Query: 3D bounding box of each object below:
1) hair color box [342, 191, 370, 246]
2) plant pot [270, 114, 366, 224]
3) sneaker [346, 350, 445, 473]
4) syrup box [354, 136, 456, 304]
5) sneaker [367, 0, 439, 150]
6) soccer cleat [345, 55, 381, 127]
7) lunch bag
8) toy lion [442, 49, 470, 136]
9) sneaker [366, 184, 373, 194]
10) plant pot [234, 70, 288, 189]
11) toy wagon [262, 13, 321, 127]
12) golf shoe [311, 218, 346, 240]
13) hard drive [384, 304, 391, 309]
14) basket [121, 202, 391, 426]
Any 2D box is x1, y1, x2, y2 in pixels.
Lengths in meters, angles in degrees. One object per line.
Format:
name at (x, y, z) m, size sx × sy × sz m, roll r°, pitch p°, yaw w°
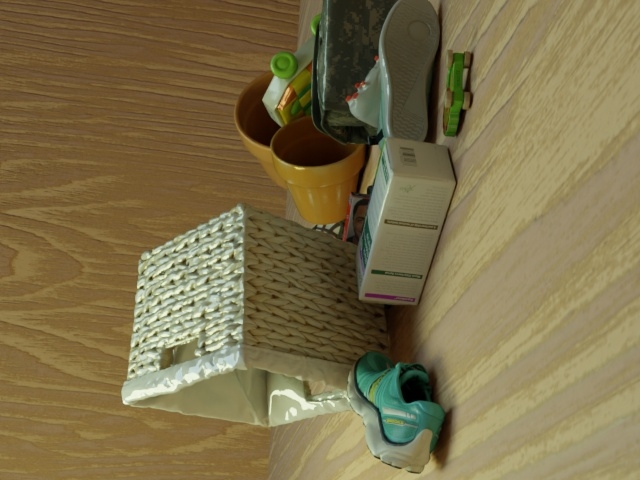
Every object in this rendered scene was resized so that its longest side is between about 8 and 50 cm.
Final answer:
hair color box at (0.080, -0.014, 1.716) m, size 0.043 × 0.071 × 0.141 m, roll -106°, pitch 23°, yaw -73°
plant pot at (0.004, -0.145, 2.028) m, size 0.205 × 0.205 × 0.188 m, roll -92°, pitch -5°, yaw -50°
sneaker at (0.113, 0.217, 1.273) m, size 0.110 × 0.107 × 0.275 m, roll -63°, pitch 16°, yaw 10°
syrup box at (0.117, -0.023, 1.341) m, size 0.093 × 0.096 × 0.237 m, roll -93°, pitch 13°, yaw -51°
sneaker at (0.127, -0.252, 1.475) m, size 0.151 × 0.094 × 0.256 m, roll 116°, pitch 160°, yaw -78°
soccer cleat at (0.121, -0.279, 1.551) m, size 0.196 × 0.076 × 0.068 m, roll -55°, pitch 17°, yaw -8°
lunch bag at (0.068, -0.318, 1.725) m, size 0.287 × 0.168 × 0.235 m, roll 97°, pitch 176°, yaw -84°
toy lion at (0.182, -0.197, 1.263) m, size 0.096 × 0.034 × 0.100 m, roll 94°, pitch 180°, yaw -71°
sneaker at (0.085, -0.053, 1.773) m, size 0.047 × 0.057 × 0.119 m, roll 109°, pitch 167°, yaw -68°
plant pot at (-0.052, -0.260, 2.260) m, size 0.203 × 0.290 × 0.291 m, roll 79°, pitch -170°, yaw -53°
toy wagon at (0.014, -0.400, 2.029) m, size 0.344 × 0.068 × 0.267 m, roll -45°, pitch -14°, yaw -4°
golf shoe at (0.000, 0.000, 2.153) m, size 0.105 × 0.120 × 0.273 m, roll 104°, pitch 171°, yaw -55°
hard drive at (0.121, 0.044, 1.537) m, size 0.135 × 0.022 × 0.094 m, roll 107°, pitch 166°, yaw -58°
basket at (-0.098, 0.141, 1.514) m, size 0.328 × 0.331 × 0.267 m, roll -23°, pitch 58°, yaw 43°
